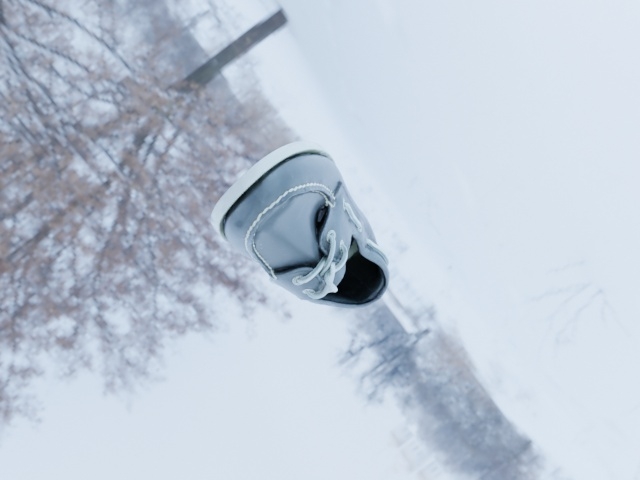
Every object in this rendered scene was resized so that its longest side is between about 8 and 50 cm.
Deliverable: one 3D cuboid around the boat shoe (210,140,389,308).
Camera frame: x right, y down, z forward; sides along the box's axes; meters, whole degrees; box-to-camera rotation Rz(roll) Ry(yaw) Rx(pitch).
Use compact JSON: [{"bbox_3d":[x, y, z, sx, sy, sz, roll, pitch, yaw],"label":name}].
[{"bbox_3d":[0.000,0.000,0.865,0.099,0.116,0.319,48,-177,17],"label":"boat shoe"}]
